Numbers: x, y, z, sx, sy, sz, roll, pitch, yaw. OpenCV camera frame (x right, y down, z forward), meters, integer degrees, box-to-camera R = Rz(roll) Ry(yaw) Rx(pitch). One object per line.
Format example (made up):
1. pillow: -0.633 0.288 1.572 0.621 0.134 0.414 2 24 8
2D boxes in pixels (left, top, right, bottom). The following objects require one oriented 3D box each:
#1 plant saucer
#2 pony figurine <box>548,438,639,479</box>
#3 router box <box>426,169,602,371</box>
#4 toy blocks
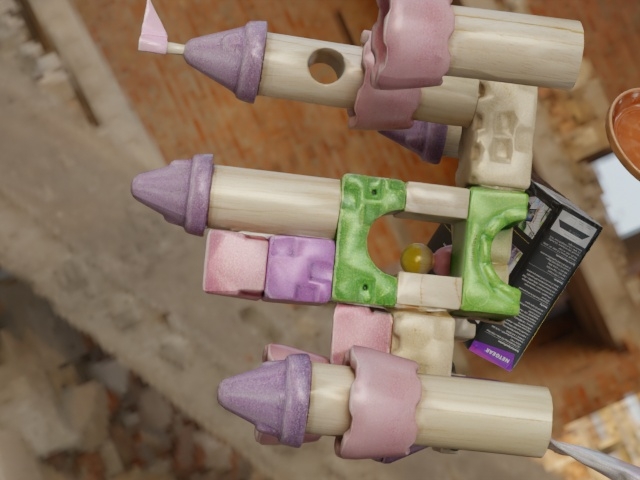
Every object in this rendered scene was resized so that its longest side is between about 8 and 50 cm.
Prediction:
1. plant saucer: 0.220 -0.062 0.987 0.013 0.083 0.083 -55 -130 50
2. pony figurine: 0.430 0.275 1.567 0.303 0.363 0.351 52 -17 -30
3. router box: 0.143 0.009 1.227 0.046 0.133 0.179 28 10 -19
4. toy blocks: 0.000 0.000 1.002 0.309 0.260 0.288 134 -39 -82
